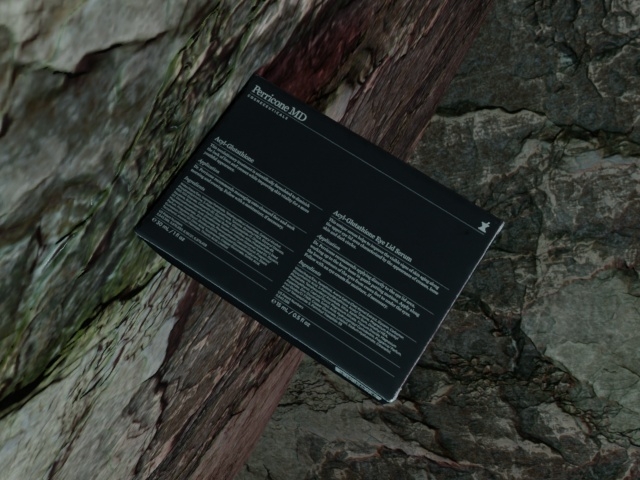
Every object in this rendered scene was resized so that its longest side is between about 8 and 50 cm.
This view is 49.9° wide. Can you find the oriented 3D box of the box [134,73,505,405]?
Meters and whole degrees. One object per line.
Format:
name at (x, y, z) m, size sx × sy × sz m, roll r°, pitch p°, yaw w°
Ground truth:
box at (0.000, 0.000, 0.626) m, size 0.184 × 0.261 × 0.103 m, roll -55°, pitch 170°, yaw -11°
